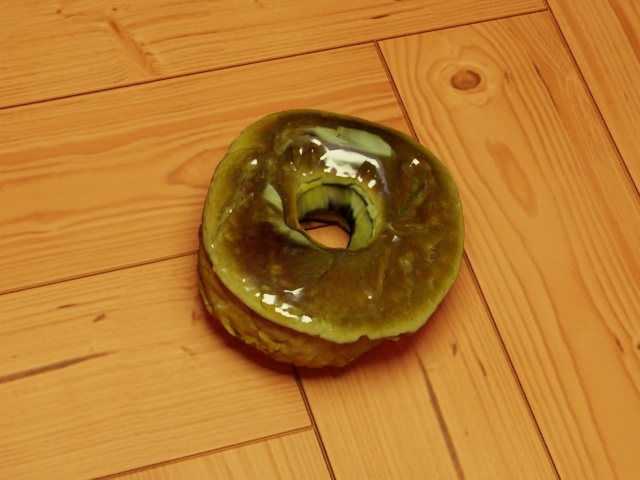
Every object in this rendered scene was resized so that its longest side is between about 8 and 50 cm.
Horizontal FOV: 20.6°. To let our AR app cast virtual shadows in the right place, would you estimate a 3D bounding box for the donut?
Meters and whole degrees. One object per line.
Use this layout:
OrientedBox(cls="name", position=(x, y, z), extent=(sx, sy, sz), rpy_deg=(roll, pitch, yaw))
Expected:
OrientedBox(cls="donut", position=(0.000, 0.000, 2.030), extent=(0.330, 0.160, 0.330), rpy_deg=(11, 56, -17))
